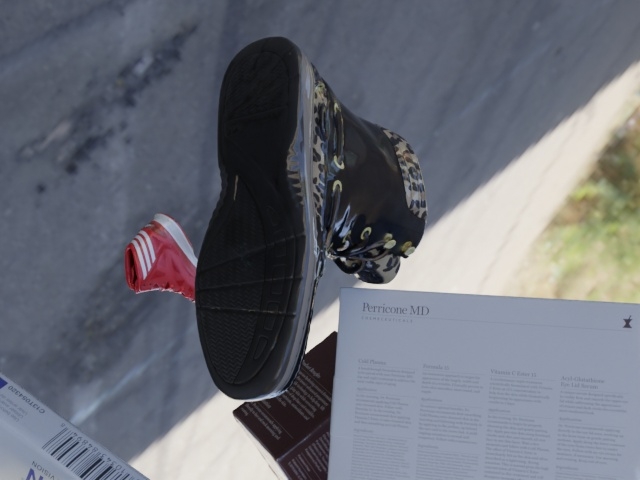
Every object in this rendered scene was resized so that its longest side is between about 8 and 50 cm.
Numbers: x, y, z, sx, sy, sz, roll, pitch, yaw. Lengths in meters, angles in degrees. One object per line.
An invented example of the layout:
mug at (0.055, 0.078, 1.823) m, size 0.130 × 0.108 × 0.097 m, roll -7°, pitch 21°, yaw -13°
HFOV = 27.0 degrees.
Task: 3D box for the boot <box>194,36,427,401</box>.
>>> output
boot at (0.000, 0.000, 1.442) m, size 0.138 × 0.377 × 0.284 m, roll -9°, pitch 161°, yaw 30°

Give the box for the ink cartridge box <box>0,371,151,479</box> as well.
ink cartridge box at (-0.369, 0.292, 1.464) m, size 0.071 × 0.324 × 0.330 m, roll -41°, pitch 160°, yaw -54°

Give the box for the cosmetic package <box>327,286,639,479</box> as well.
cosmetic package at (0.200, 0.204, 1.527) m, size 0.097 × 0.377 × 0.284 m, roll 8°, pitch 85°, yaw -67°

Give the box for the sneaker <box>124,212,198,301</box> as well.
sneaker at (-0.254, 0.074, 2.250) m, size 0.128 × 0.221 × 0.087 m, roll -42°, pitch -162°, yaw -25°

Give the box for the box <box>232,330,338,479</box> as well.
box at (0.016, 0.276, 1.941) m, size 0.203 × 0.168 × 0.167 m, roll -37°, pitch 120°, yaw -10°
